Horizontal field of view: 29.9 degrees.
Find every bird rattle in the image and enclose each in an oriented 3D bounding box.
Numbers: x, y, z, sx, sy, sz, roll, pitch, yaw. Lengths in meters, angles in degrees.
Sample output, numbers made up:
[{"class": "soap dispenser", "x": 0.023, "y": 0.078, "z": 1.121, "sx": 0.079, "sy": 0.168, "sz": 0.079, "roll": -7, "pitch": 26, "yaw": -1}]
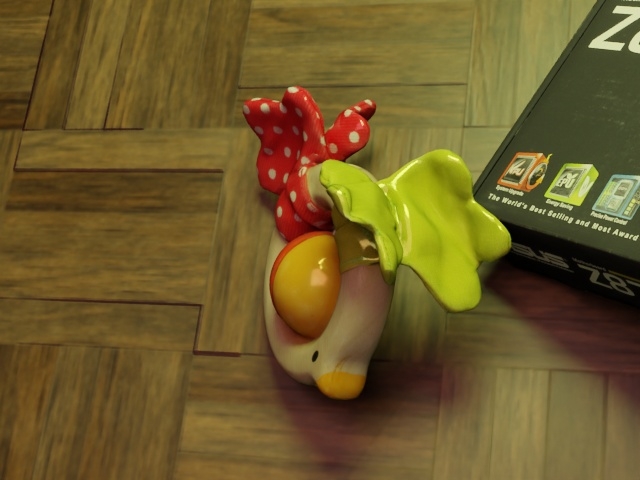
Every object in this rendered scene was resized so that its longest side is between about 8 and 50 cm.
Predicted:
[{"class": "bird rattle", "x": 0.000, "y": 0.000, "z": 0.876, "sx": 0.253, "sy": 0.143, "sz": 0.207, "roll": 30, "pitch": 107, "yaw": 53}]

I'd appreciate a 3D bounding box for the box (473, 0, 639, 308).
[{"class": "box", "x": 0.322, "y": -0.083, "z": 0.766, "sx": 0.318, "sy": 0.097, "sz": 0.395, "roll": -54, "pitch": 36, "yaw": -10}]
